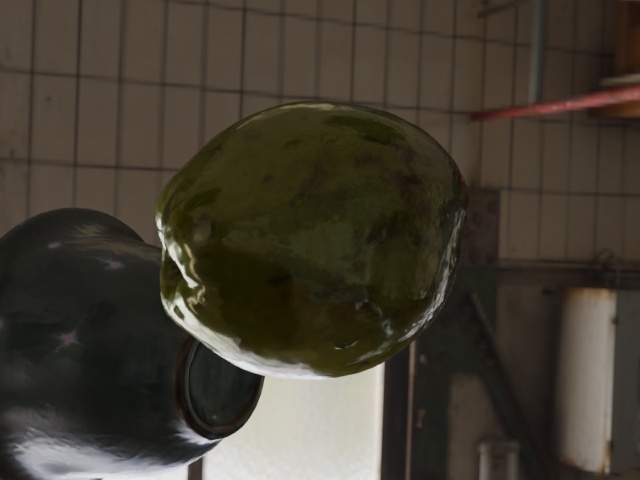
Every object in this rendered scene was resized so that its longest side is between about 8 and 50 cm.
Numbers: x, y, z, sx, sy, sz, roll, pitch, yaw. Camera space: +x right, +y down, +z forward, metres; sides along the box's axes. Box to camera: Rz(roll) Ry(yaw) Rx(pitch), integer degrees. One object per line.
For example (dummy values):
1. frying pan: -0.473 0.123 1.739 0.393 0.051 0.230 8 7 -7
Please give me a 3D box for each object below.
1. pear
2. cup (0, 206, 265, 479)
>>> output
1. pear: 0.000 0.000 0.420 0.131 0.107 0.107 -4 -176 -28
2. cup: -0.117 0.080 0.709 0.150 0.199 0.199 3 -178 38
